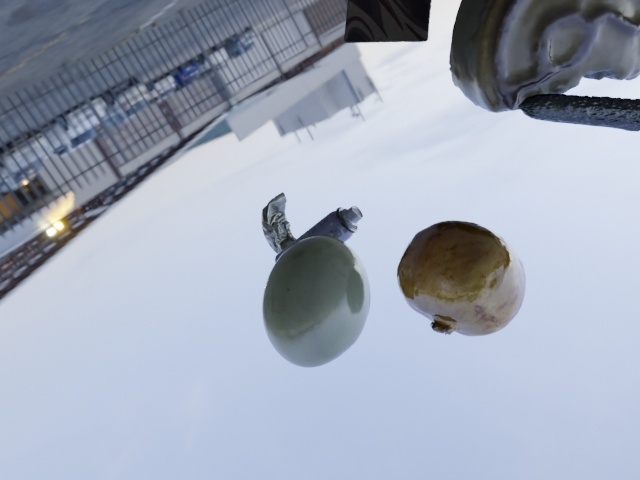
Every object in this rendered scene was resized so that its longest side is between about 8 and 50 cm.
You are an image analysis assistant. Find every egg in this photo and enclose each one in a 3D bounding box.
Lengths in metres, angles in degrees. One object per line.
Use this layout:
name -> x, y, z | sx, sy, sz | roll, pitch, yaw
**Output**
egg -> -0.008, 0.122, 1.322 | 0.219, 0.219, 0.269 | 3, -105, 60

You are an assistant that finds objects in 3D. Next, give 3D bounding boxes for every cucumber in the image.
cucumber -> 0.509, -0.256, 1.275 | 0.245, 0.067, 0.067 | 7, -155, 6

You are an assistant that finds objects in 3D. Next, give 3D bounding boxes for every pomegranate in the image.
pomegranate -> 0.271, 0.076, 1.264 | 0.248, 0.248, 0.248 | -27, -163, 9

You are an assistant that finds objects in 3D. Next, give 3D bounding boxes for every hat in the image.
hat -> -0.154, -0.036, 2.203 | 0.149, 0.214, 0.245 | -24, -177, -28

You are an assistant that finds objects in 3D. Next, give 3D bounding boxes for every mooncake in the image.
mooncake -> 0.482, -0.421, 1.390 | 0.394, 0.393, 0.246 | -52, -152, 7

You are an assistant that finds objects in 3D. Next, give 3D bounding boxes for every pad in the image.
pad -> 0.176, -0.659, 1.643 | 0.220, 0.330, 0.004 | 4, 177, 17

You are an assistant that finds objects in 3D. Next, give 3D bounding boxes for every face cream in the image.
face cream -> 0.000, 0.000, 1.481 | 0.229, 0.075, 0.075 | -38, -167, 25
